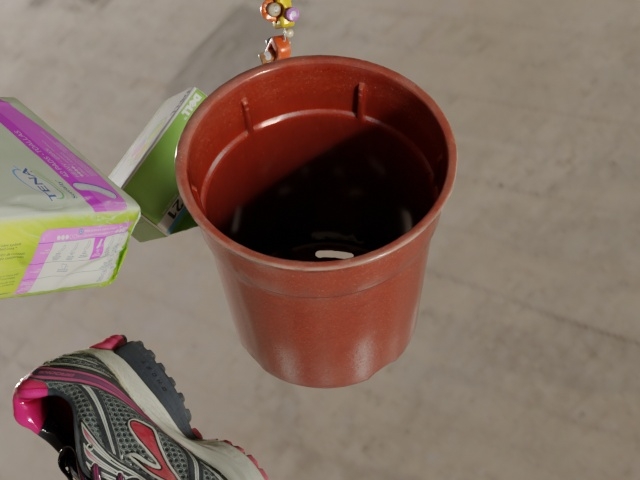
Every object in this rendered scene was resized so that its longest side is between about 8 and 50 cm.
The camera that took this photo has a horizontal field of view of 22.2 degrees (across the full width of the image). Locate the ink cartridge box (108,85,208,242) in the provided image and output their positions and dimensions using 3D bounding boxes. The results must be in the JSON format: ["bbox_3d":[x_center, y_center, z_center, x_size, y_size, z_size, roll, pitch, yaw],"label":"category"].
[{"bbox_3d":[-0.179,-0.106,2.129,0.189,0.097,0.255,-56,-164,-17],"label":"ink cartridge box"}]

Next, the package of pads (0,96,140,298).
[{"bbox_3d":[-0.334,-0.039,1.478,0.229,0.296,0.101,40,-63,30],"label":"package of pads"}]

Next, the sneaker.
[{"bbox_3d":[-0.137,0.203,1.321,0.299,0.112,0.121,40,-51,33],"label":"sneaker"}]

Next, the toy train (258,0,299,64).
[{"bbox_3d":[-0.078,-0.306,2.184,0.166,0.046,0.125,69,-24,16],"label":"toy train"}]

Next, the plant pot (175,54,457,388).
[{"bbox_3d":[0.000,0.000,1.666,0.272,0.265,0.272,-1,-128,1],"label":"plant pot"}]
